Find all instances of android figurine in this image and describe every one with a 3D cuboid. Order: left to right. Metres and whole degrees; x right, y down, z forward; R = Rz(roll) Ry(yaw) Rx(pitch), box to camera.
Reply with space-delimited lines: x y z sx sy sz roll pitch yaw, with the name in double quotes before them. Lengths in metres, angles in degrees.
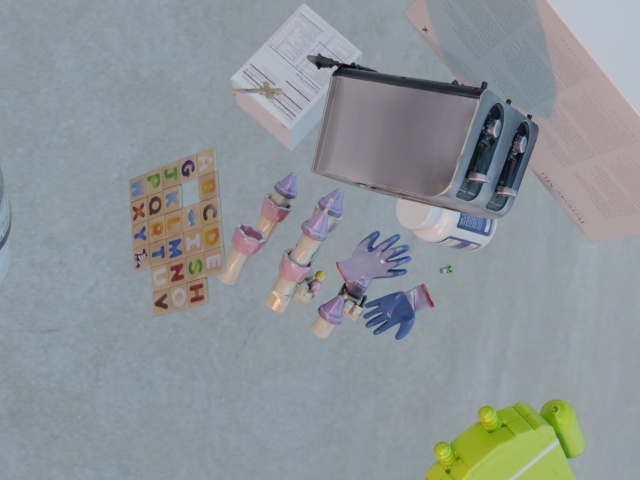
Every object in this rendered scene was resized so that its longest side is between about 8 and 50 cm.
"android figurine" 0.206 0.284 1.045 0.248 0.056 0.273 -39 134 -3

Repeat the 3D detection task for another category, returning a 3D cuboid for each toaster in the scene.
"toaster" 0.093 -0.094 0.851 0.168 0.186 0.110 13 93 -60

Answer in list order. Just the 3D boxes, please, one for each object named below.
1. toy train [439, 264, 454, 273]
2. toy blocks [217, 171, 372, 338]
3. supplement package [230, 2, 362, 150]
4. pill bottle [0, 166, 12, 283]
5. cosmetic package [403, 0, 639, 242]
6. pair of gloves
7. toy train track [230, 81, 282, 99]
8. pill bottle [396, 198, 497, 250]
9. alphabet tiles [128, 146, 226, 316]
"toy train" 0.259 0.061 1.845 0.083 0.024 0.017 41 38 -86
"toy blocks" 0.000 0.000 1.831 0.260 0.309 0.288 -59 180 22
"supplement package" -0.059 -0.403 2.229 0.262 0.198 0.199 -48 174 -8
"pill bottle" -0.536 -0.062 1.219 0.204 0.204 0.361 -60 173 -33
"cosmetic package" 0.275 -0.175 0.981 0.097 0.284 0.377 -41 94 -12
"pair of gloves" 0.120 0.084 1.627 0.023 0.159 0.198 -28 90 -53
"toy train track" -0.103 -0.237 1.438 0.048 0.083 0.014 -104 -163 -45
"pill bottle" 0.198 -0.039 1.418 0.169 0.094 0.094 12 83 -47
"alphabet tiles" -0.225 -0.007 1.389 0.009 0.198 0.237 12 68 -51
